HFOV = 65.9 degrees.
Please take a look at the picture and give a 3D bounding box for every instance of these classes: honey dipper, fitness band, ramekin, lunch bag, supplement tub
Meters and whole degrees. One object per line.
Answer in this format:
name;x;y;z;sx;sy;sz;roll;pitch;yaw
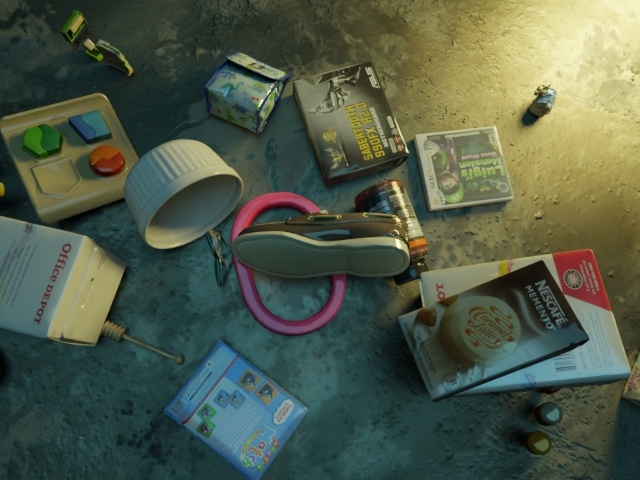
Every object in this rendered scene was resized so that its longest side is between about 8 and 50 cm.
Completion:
honey dipper;-0.331;0.195;0.923;0.160;0.030;0.031;23;76;-2
fitness band;-0.063;0.042;0.974;0.208;0.054;0.291;-15;78;-9
ramekin;-0.259;-0.090;0.912;0.207;0.207;0.109;-35;74;-12
lunch bag;-0.151;-0.321;1.033;0.128;0.096;0.151;25;61;3
supplement tub;0.147;-0.013;0.982;0.106;0.106;0.198;-18;80;-10

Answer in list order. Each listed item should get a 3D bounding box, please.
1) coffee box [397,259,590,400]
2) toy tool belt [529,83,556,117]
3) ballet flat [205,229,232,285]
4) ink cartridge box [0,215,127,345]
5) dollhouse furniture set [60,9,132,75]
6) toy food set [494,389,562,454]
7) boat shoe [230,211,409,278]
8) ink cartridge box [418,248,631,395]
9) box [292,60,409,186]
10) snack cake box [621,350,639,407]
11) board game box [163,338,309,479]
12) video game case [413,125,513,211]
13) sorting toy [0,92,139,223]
coffee box;0.267;0.148;0.792;0.246;0.098;0.141;-24;65;6
toy tool belt;0.513;-0.325;1.119;0.052;0.051;0.083;26;75;0
ballet flat;-0.195;0.031;0.971;0.041;0.041;0.114;-14;80;-9
ink cartridge box;-0.498;0.068;0.850;0.232;0.168;0.171;14;75;6
dollhouse furniture set;-0.453;-0.412;1.027;0.151;0.076;0.059;26;76;1
toy food set;0.392;0.286;0.960;0.111;0.104;0.232;-27;63;2
boat shoe;0.000;0.000;0.906;0.324;0.117;0.097;0;48;12
ink cartridge box;0.348;0.157;0.894;0.306;0.131;0.226;-9;67;12
box;0.061;-0.251;1.053;0.183;0.056;0.231;-17;79;-10
snack cake box;0.764;0.316;0.978;0.264;0.089;0.152;32;78;2
board game box;-0.152;0.311;0.909;0.211;0.039;0.160;37;76;4
video game case;0.310;-0.158;1.075;0.190;0.022;0.173;-8;78;-8
sorting toy;-0.518;-0.152;0.944;0.307;0.041;0.229;-25;81;-25
